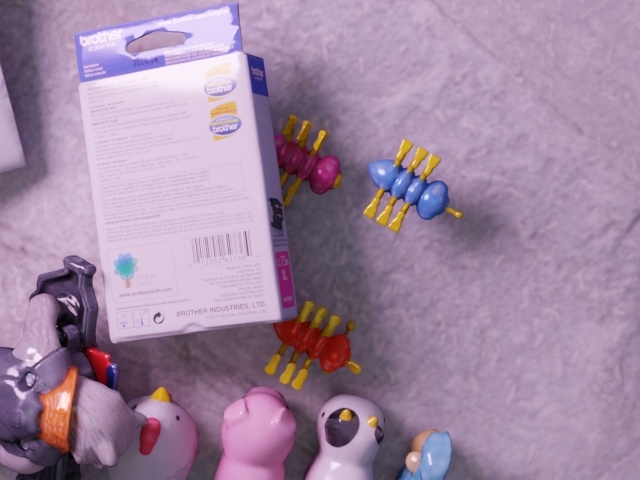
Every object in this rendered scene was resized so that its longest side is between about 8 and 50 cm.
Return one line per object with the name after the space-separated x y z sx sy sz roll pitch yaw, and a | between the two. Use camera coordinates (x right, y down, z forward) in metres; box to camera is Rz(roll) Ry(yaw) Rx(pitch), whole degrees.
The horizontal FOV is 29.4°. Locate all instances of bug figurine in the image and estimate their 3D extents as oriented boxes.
0.000 0.000 1.249 0.216 0.072 0.279 33 100 0 | bug figurine

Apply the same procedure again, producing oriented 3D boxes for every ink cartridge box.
-0.134 -0.064 1.200 0.186 0.065 0.311 -8 91 18 | ink cartridge box

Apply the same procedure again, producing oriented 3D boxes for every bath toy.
-0.048 0.218 1.251 0.348 0.129 0.151 9 63 -4 | bath toy

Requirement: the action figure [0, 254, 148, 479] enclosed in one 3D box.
-0.331 0.188 1.191 0.330 0.178 0.341 3 101 16 | action figure

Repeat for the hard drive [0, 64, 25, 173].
-0.473 -0.129 1.130 0.353 0.047 0.233 -20 117 -23 | hard drive
